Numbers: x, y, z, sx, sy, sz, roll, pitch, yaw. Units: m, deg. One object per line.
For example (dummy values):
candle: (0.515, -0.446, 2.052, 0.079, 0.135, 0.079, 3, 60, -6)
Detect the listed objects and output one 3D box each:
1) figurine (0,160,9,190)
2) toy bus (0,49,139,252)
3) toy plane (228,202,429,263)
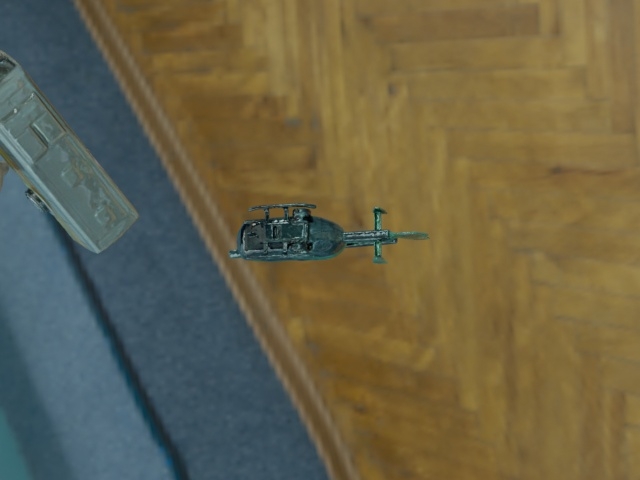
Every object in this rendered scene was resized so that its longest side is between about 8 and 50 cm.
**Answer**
figurine: (-0.427, -0.066, 1.861, 0.079, 0.114, 0.114, 54, 140, 10)
toy bus: (-0.320, -0.102, 1.806, 0.106, 0.092, 0.268, 28, 158, 52)
toy plane: (0.000, 0.000, 1.685, 0.235, 0.096, 0.060, -4, 73, 17)
